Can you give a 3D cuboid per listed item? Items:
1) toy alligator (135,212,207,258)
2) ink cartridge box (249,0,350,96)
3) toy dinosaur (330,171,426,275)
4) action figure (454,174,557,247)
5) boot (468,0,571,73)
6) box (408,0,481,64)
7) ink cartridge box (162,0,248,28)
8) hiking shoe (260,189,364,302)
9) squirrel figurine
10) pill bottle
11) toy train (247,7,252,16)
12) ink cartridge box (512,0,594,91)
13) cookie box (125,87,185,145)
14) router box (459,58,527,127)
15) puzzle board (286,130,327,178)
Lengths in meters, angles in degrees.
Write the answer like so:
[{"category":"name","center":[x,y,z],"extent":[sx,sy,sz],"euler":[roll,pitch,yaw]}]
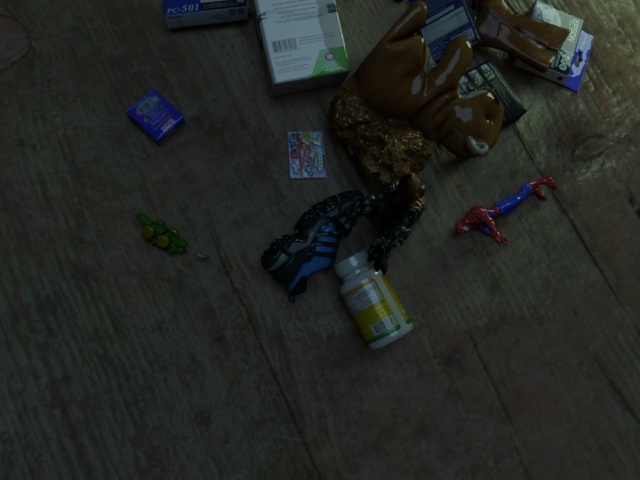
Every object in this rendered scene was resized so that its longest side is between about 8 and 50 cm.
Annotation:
[{"category":"toy alligator","center":[-0.350,0.005,1.210],"extent":[0.189,0.056,0.051],"euler":[33,117,0]},{"category":"ink cartridge box","center":[-0.057,-0.524,1.314],"extent":[0.198,0.115,0.273],"euler":[-13,91,-10]},{"category":"toy dinosaur","center":[0.153,-0.070,1.148],"extent":[0.218,0.322,0.164],"euler":[-40,55,-13]},{"category":"action figure","center":[0.471,-0.051,1.302],"extent":[0.280,0.091,0.139],"euler":[-21,68,-12]},{"category":"boot","center":[0.540,-0.613,1.417],"extent":[0.280,0.096,0.264],"euler":[26,75,13]},{"category":"box","center":[0.327,-0.602,1.413],"extent":[0.136,0.036,0.225],"euler":[-22,79,26]},{"category":"ink cartridge box","center":[-0.298,-0.607,1.353],"extent":[0.207,0.046,0.097],"euler":[-11,65,-8]},{"category":"hiking shoe","center":[0.000,0.000,1.242],"extent":[0.304,0.113,0.132],"euler":[-41,111,-17]},{"category":"squirrel figurine","center":[0.236,-0.302,1.283],"extent":[0.370,0.281,0.397],"euler":[42,89,-7]},{"category":"pill bottle","center":[0.115,0.134,1.201],"extent":[0.117,0.117,0.208],"euler":[-27,81,-13]},{"category":"toy train","center":[-0.218,-0.597,1.388],"extent":[0.083,0.017,0.024],"euler":[-18,69,-11]},{"category":"ink cartridge box","center":[0.667,-0.548,1.477],"extent":[0.208,0.045,0.206],"euler":[22,74,-3]},{"category":"cookie box","center":[-0.401,-0.300,1.279],"extent":[0.107,0.040,0.092],"euler":[43,75,4]},{"category":"router box","center":[0.446,-0.379,1.406],"extent":[0.133,0.046,0.179],"euler":[-30,82,-14]},{"category":"puzzle board","center":[-0.034,-0.217,1.322],"extent":[0.096,0.011,0.128],"euler":[-3,77,-8]}]
